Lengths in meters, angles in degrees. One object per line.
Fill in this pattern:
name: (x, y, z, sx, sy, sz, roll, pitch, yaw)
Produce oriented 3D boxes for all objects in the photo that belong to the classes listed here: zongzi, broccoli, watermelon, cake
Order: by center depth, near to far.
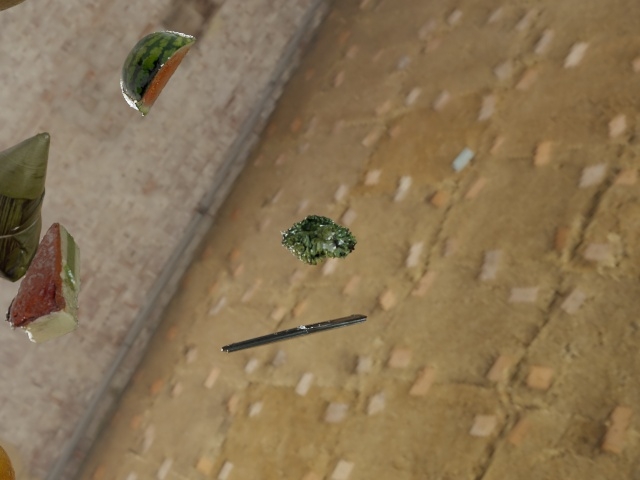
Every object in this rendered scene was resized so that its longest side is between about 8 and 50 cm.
broccoli: (0.000, 0.000, 1.623, 0.095, 0.097, 0.092, -45, -167, -19)
zongzi: (-0.560, -0.097, 1.687, 0.145, 0.273, 0.300, -76, -174, -48)
watermelon: (-0.284, -0.291, 1.852, 0.163, 0.087, 0.069, -56, -151, 8)
cake: (-0.476, 0.082, 1.866, 0.116, 0.086, 0.220, -26, -137, 7)

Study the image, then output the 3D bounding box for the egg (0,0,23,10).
egg: (-0.483, -0.453, 1.568, 0.289, 0.238, 0.238, -52, -156, 34)

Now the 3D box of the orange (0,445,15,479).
orange: (-0.557, 0.377, 1.663, 0.177, 0.177, 0.155, -45, -167, 17)

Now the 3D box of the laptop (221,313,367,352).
laptop: (-0.031, 0.120, 1.403, 0.129, 0.180, 0.016, -16, -95, 26)
